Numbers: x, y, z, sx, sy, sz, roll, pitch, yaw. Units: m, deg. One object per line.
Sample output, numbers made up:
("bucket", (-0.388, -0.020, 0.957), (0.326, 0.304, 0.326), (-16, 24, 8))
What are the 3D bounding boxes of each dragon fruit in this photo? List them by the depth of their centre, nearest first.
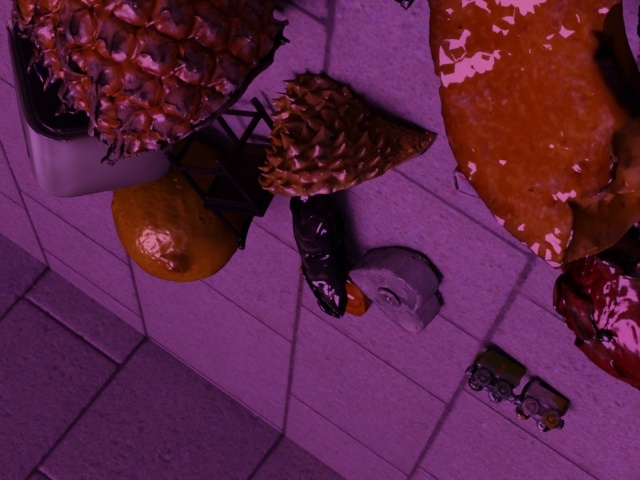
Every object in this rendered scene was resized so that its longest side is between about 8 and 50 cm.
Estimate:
("dragon fruit", (0.401, 0.065, 1.406), (0.244, 0.244, 0.299), (14, 166, 45))

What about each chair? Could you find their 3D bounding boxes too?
("chair", (-0.128, -0.110, 1.983), (0.141, 0.154, 0.260), (10, 150, 37))

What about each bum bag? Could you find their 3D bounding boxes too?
("bum bag", (0.000, 0.000, 2.082), (0.340, 0.095, 0.144), (76, 177, -51))

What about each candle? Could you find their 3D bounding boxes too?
("candle", (0.134, 0.077, 2.076), (0.168, 0.068, 0.192), (30, 155, 26))

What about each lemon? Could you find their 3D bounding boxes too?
("lemon", (-0.259, -0.058, 2.147), (0.260, 0.260, 0.284), (46, -166, -19))

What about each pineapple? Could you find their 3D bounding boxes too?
("pineapple", (-0.244, -0.299, 1.558), (0.300, 0.352, 0.352), (48, 156, -20))

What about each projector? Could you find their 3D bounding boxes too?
("projector", (-0.376, -0.239, 1.934), (0.249, 0.248, 0.248), (117, 139, -68))

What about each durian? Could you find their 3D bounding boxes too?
("durian", (-0.001, -0.129, 1.726), (0.305, 0.195, 0.185), (17, 143, 47))

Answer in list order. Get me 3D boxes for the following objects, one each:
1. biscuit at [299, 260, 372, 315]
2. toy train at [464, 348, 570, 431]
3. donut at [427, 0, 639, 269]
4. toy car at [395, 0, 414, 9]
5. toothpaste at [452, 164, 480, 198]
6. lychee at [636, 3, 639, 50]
("biscuit", (0.024, 0.086, 2.287), (0.170, 0.050, 0.170), (32, 156, 16))
("toy train", (0.359, 0.272, 2.102), (0.202, 0.081, 0.060), (31, 159, -1))
("donut", (0.309, -0.195, 0.997), (0.435, 0.163, 0.377), (-13, 96, 38))
("toy car", (0.099, -0.335, 1.326), (0.071, 0.062, 0.165), (36, 158, 9))
("toothpaste", (0.274, -0.070, 1.598), (0.196, 0.047, 0.040), (22, 156, 36))
("lychee", (0.366, -0.194, 1.123), (0.146, 0.114, 0.114), (60, 156, -3))
